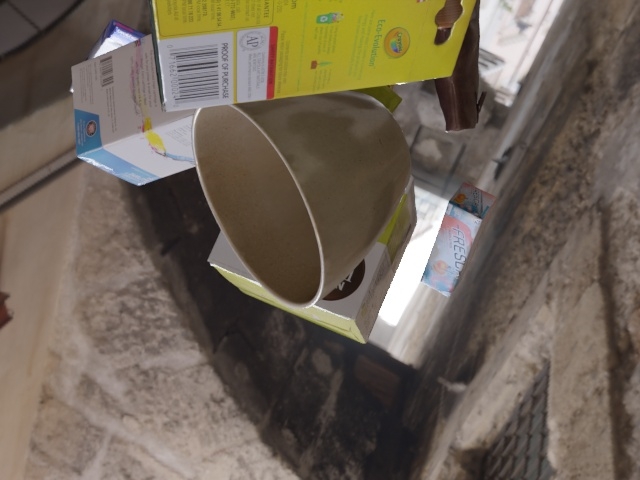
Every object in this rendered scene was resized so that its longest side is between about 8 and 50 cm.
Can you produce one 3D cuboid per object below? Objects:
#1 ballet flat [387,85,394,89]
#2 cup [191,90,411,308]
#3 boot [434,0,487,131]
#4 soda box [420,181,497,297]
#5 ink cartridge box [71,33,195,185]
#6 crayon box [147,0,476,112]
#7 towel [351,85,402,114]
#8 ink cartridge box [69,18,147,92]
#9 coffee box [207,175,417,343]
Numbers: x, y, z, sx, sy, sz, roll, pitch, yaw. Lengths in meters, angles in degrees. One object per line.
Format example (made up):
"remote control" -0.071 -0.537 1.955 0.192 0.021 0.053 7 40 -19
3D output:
"ballet flat" 0.103 -0.242 1.544 0.049 0.173 0.057 27 176 29
"cup" -0.006 -0.100 1.188 0.236 0.331 0.331 -30 -126 -25
"boot" 0.178 -0.261 1.075 0.090 0.207 0.248 -4 -164 16
"soda box" 0.211 0.001 1.228 0.058 0.183 0.063 29 -132 16
"ink cartridge box" -0.305 -0.257 1.534 0.197 0.269 0.198 30 -132 -62
"crayon box" -0.008 -0.233 0.780 0.318 0.202 0.081 -8 -118 -11
"towel" 0.035 -0.181 1.377 0.102 0.237 0.021 37 179 -12
"ink cartridge box" -0.440 -0.400 1.846 0.185 0.311 0.065 20 -117 -28
"coffee box" 0.000 0.000 1.780 0.337 0.335 0.338 21 169 12
